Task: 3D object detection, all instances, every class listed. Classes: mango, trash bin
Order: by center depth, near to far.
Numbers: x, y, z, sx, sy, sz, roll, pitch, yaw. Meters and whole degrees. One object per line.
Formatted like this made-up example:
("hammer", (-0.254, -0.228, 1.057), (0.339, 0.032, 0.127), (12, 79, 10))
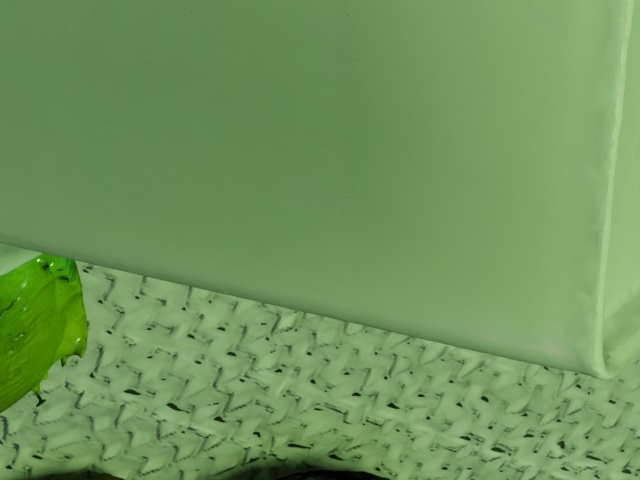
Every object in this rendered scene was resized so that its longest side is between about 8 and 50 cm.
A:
("trash bin", (0.000, -0.115, 0.662), (0.256, 0.368, 0.296), (-30, 129, -48))
("mango", (-0.184, 0.033, 0.839), (0.119, 0.100, 0.178), (-28, 162, -33))

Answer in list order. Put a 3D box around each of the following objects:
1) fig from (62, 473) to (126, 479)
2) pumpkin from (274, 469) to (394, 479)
("fig", (-0.159, 0.217, 0.952), (0.153, 0.120, 0.136), (-35, 120, 10))
("pumpkin", (0.003, 0.251, 0.995), (0.220, 0.162, 0.220), (-23, 134, -26))
